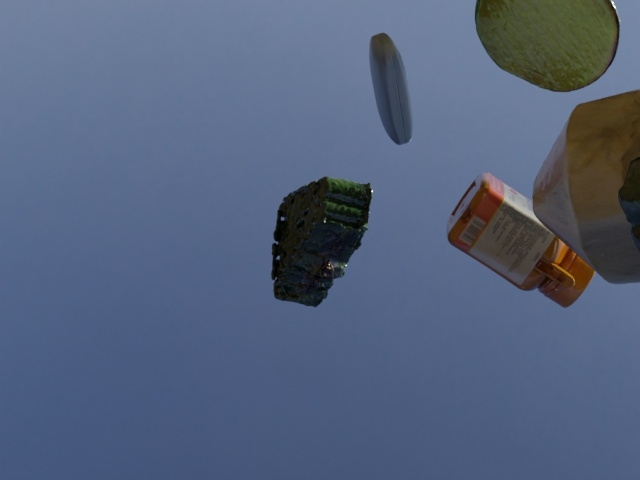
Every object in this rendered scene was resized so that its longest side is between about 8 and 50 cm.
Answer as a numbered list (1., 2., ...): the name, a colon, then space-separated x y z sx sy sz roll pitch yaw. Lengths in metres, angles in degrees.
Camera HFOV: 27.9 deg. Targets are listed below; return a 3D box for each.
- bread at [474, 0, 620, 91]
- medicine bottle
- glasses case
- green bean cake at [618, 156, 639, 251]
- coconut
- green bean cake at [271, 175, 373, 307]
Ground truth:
1. bread: 0.337 -0.324 1.915 0.228 0.228 0.033 -5 -144 35
2. medicine bottle: 0.312 0.003 1.985 0.112 0.222 0.149 -57 -178 15
3. glasses case: 0.102 -0.218 1.859 0.045 0.178 0.067 -20 -139 -7
4. green bean cake: 0.547 -0.034 1.472 0.335 0.319 0.218 -39 -167 -25
5. coconut: 0.396 -0.072 1.659 0.259 0.259 0.259 -21 -149 13
6. green bean cake: 0.000 0.000 2.144 0.208 0.107 0.193 -23 -125 62
